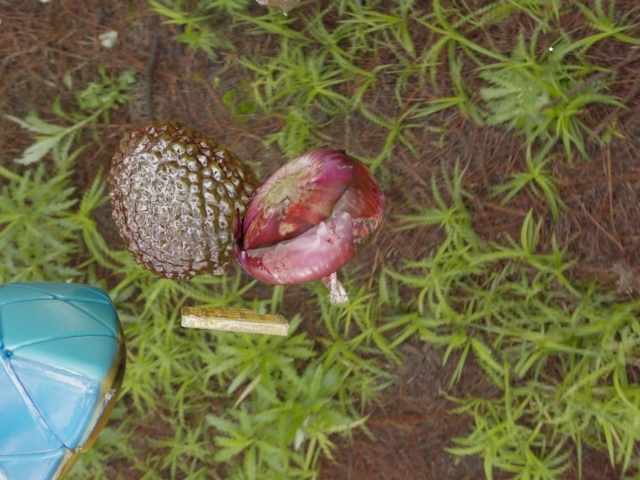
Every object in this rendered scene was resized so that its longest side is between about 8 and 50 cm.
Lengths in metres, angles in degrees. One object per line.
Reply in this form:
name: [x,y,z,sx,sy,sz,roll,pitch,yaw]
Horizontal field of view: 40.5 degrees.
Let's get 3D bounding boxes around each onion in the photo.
onion: [0.000,0.000,0.797,0.150,0.150,0.140,-22,122,18]

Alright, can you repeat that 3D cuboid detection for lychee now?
lychee: [-0.206,-0.059,1.322,0.236,0.236,0.271,-16,127,18]

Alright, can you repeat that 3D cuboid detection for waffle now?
waffle: [-0.109,0.099,1.097,0.135,0.092,0.021,6,92,-11]

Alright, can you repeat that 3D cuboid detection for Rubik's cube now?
Rubik's cube: [-0.292,0.091,0.795,0.254,0.254,0.254,3,103,14]

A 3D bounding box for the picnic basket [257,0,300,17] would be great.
picnic basket: [-0.073,-0.458,0.908,0.293,0.337,0.337,41,110,25]
